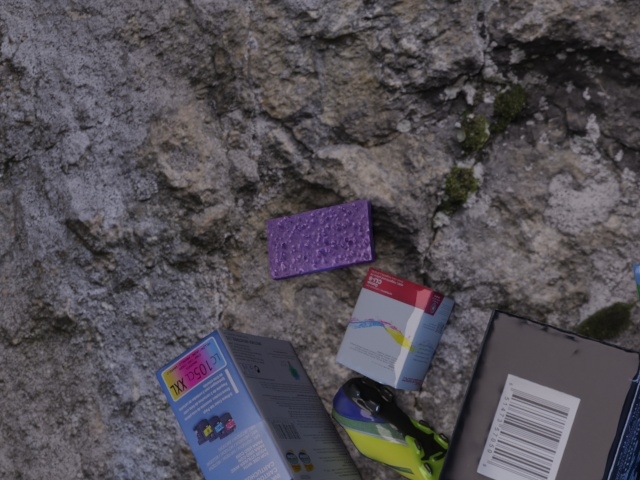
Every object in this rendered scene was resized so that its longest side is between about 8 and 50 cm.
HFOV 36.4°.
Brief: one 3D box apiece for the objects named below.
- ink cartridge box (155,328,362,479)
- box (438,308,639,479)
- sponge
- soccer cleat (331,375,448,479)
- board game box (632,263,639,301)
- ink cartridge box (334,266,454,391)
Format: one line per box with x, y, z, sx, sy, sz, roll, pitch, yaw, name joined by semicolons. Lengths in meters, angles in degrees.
-0.078;0.359;1.647;0.151;0.270;0.395;-38;66;15;ink cartridge box
0.345;0.286;1.399;0.212;0.395;0.294;17;87;25;box
0.000;0.000;1.822;0.210;0.031;0.117;-11;75;22;sponge
0.134;0.356;1.669;0.289;0.093;0.121;43;128;21;soccer cleat
0.610;0.097;1.518;0.211;0.039;0.160;-12;74;21;board game box
0.128;0.156;1.675;0.127;0.128;0.176;20;87;27;ink cartridge box
